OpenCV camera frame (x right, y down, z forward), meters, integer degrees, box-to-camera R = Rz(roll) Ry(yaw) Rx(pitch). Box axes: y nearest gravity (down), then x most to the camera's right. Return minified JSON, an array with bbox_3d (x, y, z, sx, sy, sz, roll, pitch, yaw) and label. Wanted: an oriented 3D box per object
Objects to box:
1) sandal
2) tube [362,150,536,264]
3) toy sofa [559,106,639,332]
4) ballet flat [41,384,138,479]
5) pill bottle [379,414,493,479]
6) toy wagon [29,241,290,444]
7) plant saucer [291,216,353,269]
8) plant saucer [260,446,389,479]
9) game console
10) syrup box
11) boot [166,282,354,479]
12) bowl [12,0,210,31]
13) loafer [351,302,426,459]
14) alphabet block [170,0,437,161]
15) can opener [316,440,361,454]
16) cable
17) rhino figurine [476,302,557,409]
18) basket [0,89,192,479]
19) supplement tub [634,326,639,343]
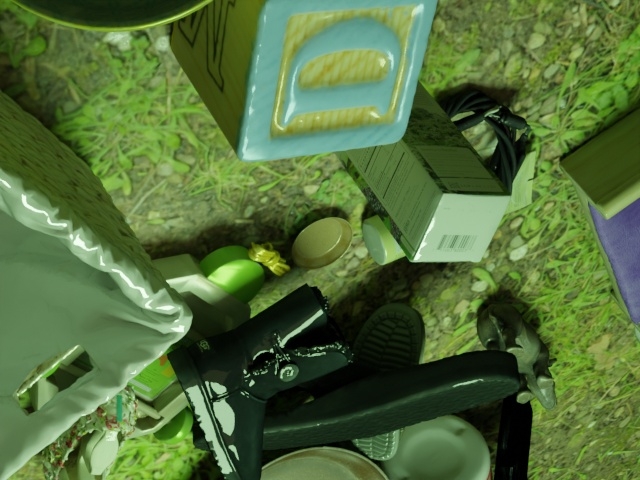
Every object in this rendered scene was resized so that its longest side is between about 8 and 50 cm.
[{"bbox_3d":[0.041,0.193,1.864,0.445,0.107,0.167,-16,158,19],"label":"sandal"},{"bbox_3d":[0.169,-0.039,1.812,0.240,0.062,0.070,-22,179,-17],"label":"tube"},{"bbox_3d":[0.464,0.006,1.942,0.150,0.177,0.362,-33,139,0],"label":"toy sofa"},{"bbox_3d":[-0.278,0.255,1.710,0.091,0.077,0.241,3,140,-22],"label":"ballet flat"},{"bbox_3d":[0.184,0.402,2.156,0.161,0.161,0.283,-24,138,-10],"label":"pill bottle"},{"bbox_3d":[-0.184,0.112,1.724,0.344,0.068,0.267,-42,138,9],"label":"toy wagon"},{"bbox_3d":[0.000,0.000,1.769,0.083,0.015,0.083,-17,136,-17],"label":"plant saucer"},{"bbox_3d":[-0.030,0.425,1.994,0.310,0.050,0.311,-7,106,-25],"label":"plant saucer"},{"bbox_3d":[0.307,0.376,2.214,0.044,0.213,0.361,3,159,14],"label":"game console"},{"bbox_3d":[0.102,-0.085,1.584,0.093,0.237,0.096,1,127,-32],"label":"syrup box"},{"bbox_3d":[-0.053,0.184,1.738,0.207,0.094,0.246,-24,125,-7],"label":"boot"},{"bbox_3d":[-0.176,-0.312,1.235,0.289,0.289,0.156,-28,-179,-5],"label":"bowl"},{"bbox_3d":[0.092,0.181,1.961,0.087,0.094,0.251,-52,157,-54],"label":"loafer"},{"bbox_3d":[-0.022,-0.216,1.414,0.192,0.197,0.193,-8,133,-26],"label":"alphabet block"},{"bbox_3d":[0.051,0.406,2.126,0.076,0.095,0.283,-24,138,-11],"label":"can opener"},{"bbox_3d":[0.173,-0.086,1.733,0.150,0.047,0.184,26,96,-35],"label":"cable"},{"bbox_3d":[0.292,0.171,2.047,0.073,0.106,0.243,-26,140,17],"label":"rhino figurine"},{"bbox_3d":[-0.366,0.031,1.384,0.328,0.266,0.331,-39,138,7],"label":"basket"},{"bbox_3d":[0.638,0.197,2.118,0.235,0.325,0.235,-17,136,-17],"label":"supplement tub"}]
